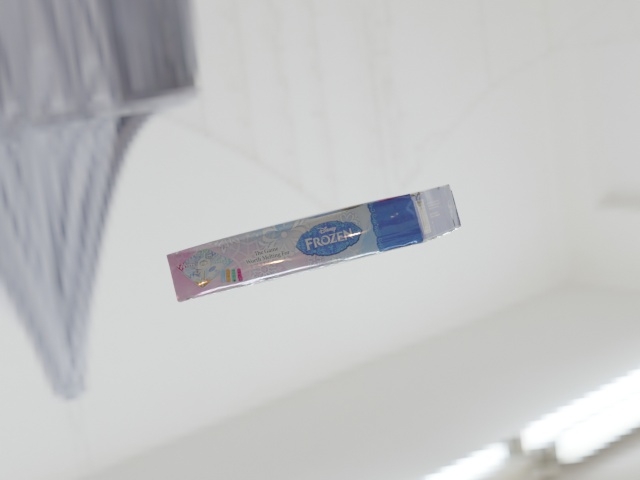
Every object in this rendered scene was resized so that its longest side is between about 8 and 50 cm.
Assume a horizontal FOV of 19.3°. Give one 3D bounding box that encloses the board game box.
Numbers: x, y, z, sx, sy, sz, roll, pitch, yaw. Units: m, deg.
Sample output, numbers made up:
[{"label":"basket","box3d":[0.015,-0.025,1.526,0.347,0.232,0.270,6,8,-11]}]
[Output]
[{"label":"board game box","box3d":[0.000,0.000,0.681,0.090,0.020,0.090,-15,180,12]}]
